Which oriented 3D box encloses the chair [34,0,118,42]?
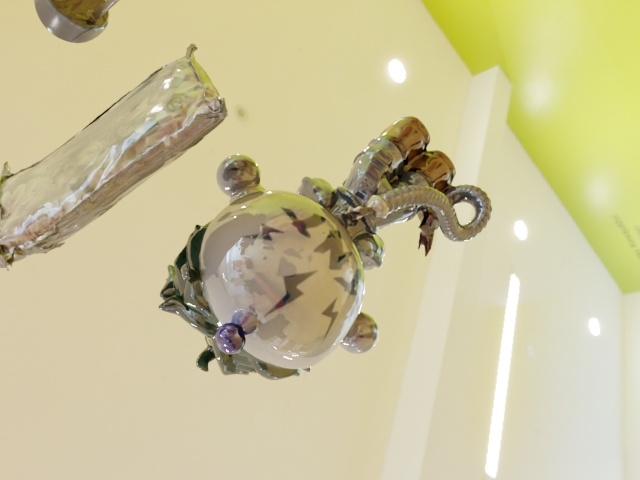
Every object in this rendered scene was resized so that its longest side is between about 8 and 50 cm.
[{"bbox_3d":[-0.275,-0.353,0.733,0.104,0.221,0.095,31,-137,-35],"label":"chair"}]

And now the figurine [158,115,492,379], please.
[{"bbox_3d":[-0.003,-0.002,0.652,0.261,0.186,0.382,44,-125,5],"label":"figurine"}]

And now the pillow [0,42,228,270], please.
[{"bbox_3d":[-0.194,-0.074,0.534,0.059,0.255,0.169,55,180,-39],"label":"pillow"}]
